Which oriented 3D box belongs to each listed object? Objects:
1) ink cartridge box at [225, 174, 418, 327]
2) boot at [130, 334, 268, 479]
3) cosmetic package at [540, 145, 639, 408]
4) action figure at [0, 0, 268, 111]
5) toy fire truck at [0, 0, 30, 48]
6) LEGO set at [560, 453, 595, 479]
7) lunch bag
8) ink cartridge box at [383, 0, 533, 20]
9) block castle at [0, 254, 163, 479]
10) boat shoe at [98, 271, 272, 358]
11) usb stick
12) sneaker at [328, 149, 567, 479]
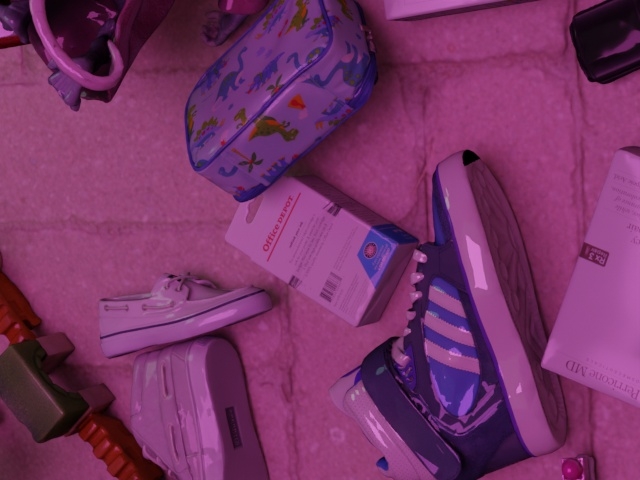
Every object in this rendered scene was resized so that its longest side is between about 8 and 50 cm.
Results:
[{"bbox_3d":[0.000,0.000,1.896,0.180,0.060,0.104,33,108,20],"label":"ink cartridge box"},{"bbox_3d":[-0.137,0.238,1.983,0.123,0.095,0.258,-13,82,34],"label":"boot"},{"bbox_3d":[0.309,0.035,1.733,0.117,0.085,0.231,22,103,24],"label":"cosmetic package"},{"bbox_3d":[-0.163,-0.315,1.824,0.370,0.276,0.248,-37,93,-9],"label":"action figure"},{"bbox_3d":[-0.315,-0.372,1.969,0.254,0.169,0.302,-11,88,3],"label":"toy fire truck"},{"bbox_3d":[0.363,0.251,1.713,0.287,0.107,0.132,-15,88,27],"label":"LEGO set"},{"bbox_3d":[-0.042,-0.160,1.849,0.219,0.090,0.176,-43,33,22],"label":"lunch bag"},{"bbox_3d":[0.162,-0.286,1.786,0.209,0.062,0.109,-7,92,27],"label":"ink cartridge box"},{"bbox_3d":[-0.400,0.243,2.037,0.303,0.213,0.453,-46,75,23],"label":"block castle"},{"bbox_3d":[-0.159,0.072,1.970,0.226,0.083,0.076,-16,89,28],"label":"boat shoe"},{"bbox_3d":[0.365,-0.228,1.701,0.278,0.045,0.077,-22,78,27],"label":"usb stick"},{"bbox_3d":[0.097,0.092,1.817,0.236,0.130,0.323,-16,93,23],"label":"sneaker"}]
